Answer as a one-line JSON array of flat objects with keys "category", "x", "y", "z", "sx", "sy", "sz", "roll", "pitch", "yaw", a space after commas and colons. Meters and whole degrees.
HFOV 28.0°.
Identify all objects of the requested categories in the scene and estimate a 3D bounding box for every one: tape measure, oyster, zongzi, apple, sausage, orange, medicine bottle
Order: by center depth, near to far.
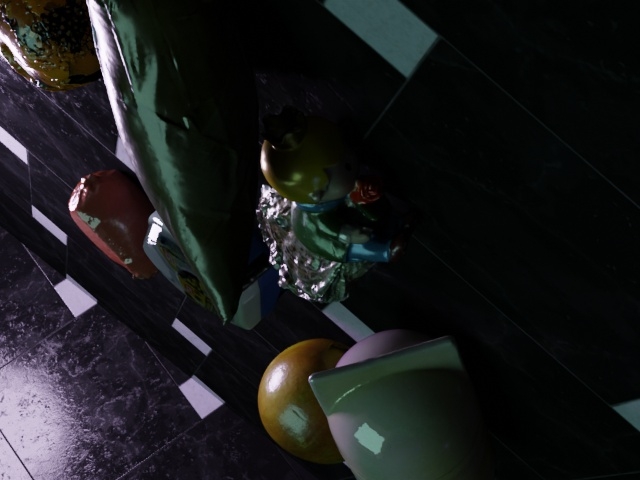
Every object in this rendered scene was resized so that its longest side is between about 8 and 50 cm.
[{"category": "zongzi", "x": -0.159, "y": -0.147, "z": 1.472, "sx": 0.356, "sy": 0.174, "sz": 0.392, "roll": 77, "pitch": -179, "yaw": -61}, {"category": "orange", "x": -0.363, "y": -0.310, "z": 1.727, "sx": 0.234, "sy": 0.182, "sz": 0.234, "roll": 38, "pitch": 174, "yaw": 5}, {"category": "oyster", "x": 0.000, "y": 0.000, "z": 1.871, "sx": 0.268, "sy": 0.112, "sz": 0.198, "roll": 33, "pitch": 142, "yaw": 48}, {"category": "medicine bottle", "x": 0.134, "y": 0.276, "z": 2.009, "sx": 0.236, "sy": 0.235, "sz": 0.406, "roll": 30, "pitch": 160, "yaw": 31}, {"category": "tape measure", "x": -0.181, "y": 0.028, "z": 2.236, "sx": 0.262, "sy": 0.138, "sz": 0.259, "roll": 37, "pitch": 161, "yaw": 12}, {"category": "apple", "x": 0.003, "y": 0.292, "z": 2.353, "sx": 0.237, "sy": 0.237, "sz": 0.207, "roll": 42, "pitch": 136, "yaw": -2}, {"category": "sausage", "x": -0.392, "y": -0.038, "z": 2.526, "sx": 0.148, "sy": 0.148, "sz": 0.254, "roll": 20, "pitch": 157, "yaw": 49}]

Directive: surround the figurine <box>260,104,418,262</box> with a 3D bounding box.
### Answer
[{"category": "figurine", "x": 0.023, "y": -0.071, "z": 1.623, "sx": 0.185, "sy": 0.127, "sz": 0.234, "roll": 17, "pitch": 140, "yaw": 26}]
